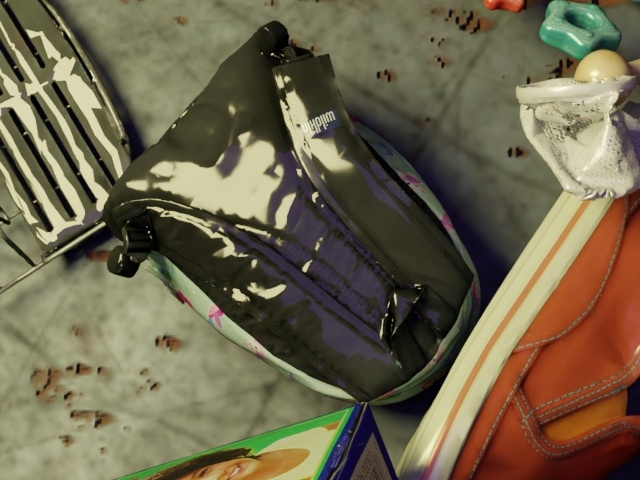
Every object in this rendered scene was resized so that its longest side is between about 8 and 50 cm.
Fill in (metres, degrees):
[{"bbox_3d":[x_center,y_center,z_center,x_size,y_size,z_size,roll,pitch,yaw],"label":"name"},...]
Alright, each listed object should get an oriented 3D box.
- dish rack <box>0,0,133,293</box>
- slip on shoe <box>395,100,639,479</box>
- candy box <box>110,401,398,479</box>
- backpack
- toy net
[{"bbox_3d":[-0.246,-0.034,0.919,0.271,0.074,0.208,-32,77,-1],"label":"dish rack"},{"bbox_3d":[0.109,0.087,0.837,0.101,0.123,0.331,32,78,8],"label":"slip on shoe"},{"bbox_3d":[-0.085,0.252,0.750,0.317,0.122,0.268,-19,98,13],"label":"candy box"},{"bbox_3d":[0.000,0.000,0.864,0.182,0.115,0.152,42,97,12],"label":"backpack"},{"bbox_3d":[0.130,-0.109,0.848,0.122,0.045,0.232,15,40,2],"label":"toy net"}]
